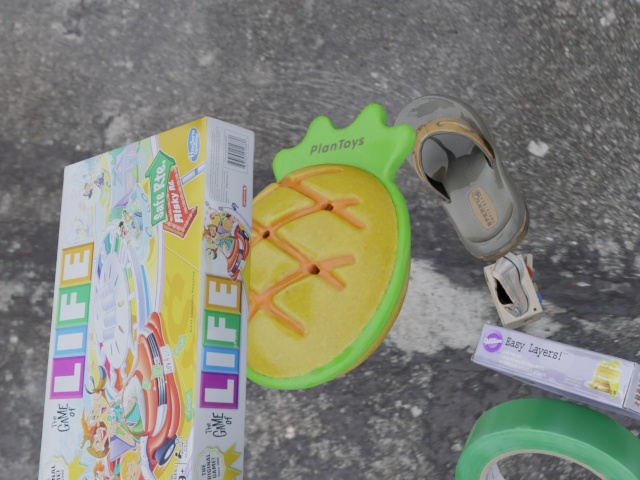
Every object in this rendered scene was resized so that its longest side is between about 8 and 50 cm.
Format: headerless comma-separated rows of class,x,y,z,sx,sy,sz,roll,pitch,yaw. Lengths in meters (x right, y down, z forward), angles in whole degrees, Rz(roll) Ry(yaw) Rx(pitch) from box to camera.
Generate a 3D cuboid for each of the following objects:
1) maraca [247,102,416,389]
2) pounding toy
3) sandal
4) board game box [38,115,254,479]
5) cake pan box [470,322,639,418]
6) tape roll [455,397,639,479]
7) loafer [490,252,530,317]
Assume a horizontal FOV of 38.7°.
maraca,0.000,0.000,0.541,0.127,0.099,0.186,-6,59,33
pounding toy,0.365,0.087,1.679,0.100,0.141,0.130,-20,74,7
sandal,0.121,-0.070,0.855,0.090,0.060,0.219,-42,43,23
board game box,-0.073,0.036,0.375,0.103,0.026,0.154,-11,72,42
cake pan box,0.393,0.204,1.321,0.245,0.266,0.070,15,83,47
tape roll,0.382,0.398,1.475,0.321,0.077,0.321,16,130,19
loafer,0.233,0.062,1.146,0.039,0.125,0.045,-43,53,-16
